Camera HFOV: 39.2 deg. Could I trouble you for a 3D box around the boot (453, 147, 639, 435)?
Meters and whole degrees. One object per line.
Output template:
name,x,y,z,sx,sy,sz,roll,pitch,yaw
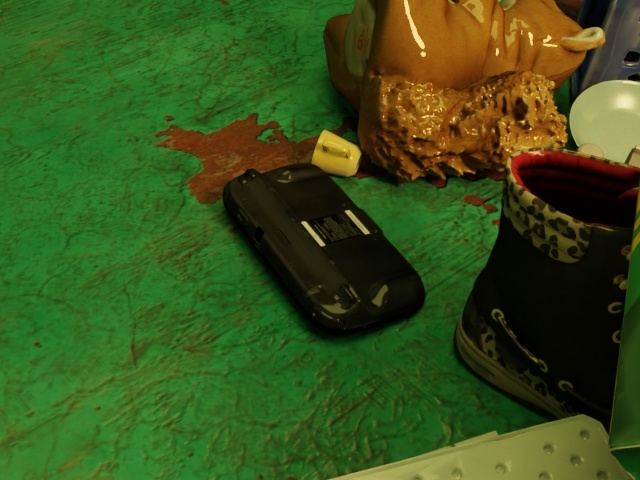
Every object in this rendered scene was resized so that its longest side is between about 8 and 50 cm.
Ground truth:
boot,0.321,0.083,0.922,0.377,0.284,0.138,29,48,28

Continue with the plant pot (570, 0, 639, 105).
plant pot,0.541,-0.344,1.461,0.212,0.236,0.236,12,42,2

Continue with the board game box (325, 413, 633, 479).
board game box,0.137,0.363,0.729,0.390,0.050,0.390,-11,54,-14

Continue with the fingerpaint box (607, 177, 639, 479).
fingerpaint box,0.420,0.131,0.730,0.163,0.445,0.371,-18,34,38

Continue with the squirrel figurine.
squirrel figurine,0.235,-0.249,1.355,0.370,0.281,0.397,3,60,-19

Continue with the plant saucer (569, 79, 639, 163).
plant saucer,0.471,-0.159,1.366,0.195,0.037,0.195,1,59,-1

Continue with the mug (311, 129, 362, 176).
mug,0.024,-0.120,1.307,0.064,0.062,0.078,20,22,7

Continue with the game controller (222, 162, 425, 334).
game controller,0.000,0.000,1.184,0.166,0.067,0.319,-7,41,-32

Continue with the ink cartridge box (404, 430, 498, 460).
ink cartridge box,0.136,0.258,0.890,0.135,0.056,0.099,-14,43,-17

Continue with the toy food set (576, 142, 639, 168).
toy food set,0.466,-0.085,1.234,0.232,0.104,0.111,21,57,10

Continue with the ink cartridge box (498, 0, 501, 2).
ink cartridge box,0.278,-0.430,1.625,0.198,0.115,0.273,2,42,-1

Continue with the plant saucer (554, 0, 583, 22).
plant saucer,0.568,-0.489,1.729,0.332,0.084,0.332,2,42,-2
